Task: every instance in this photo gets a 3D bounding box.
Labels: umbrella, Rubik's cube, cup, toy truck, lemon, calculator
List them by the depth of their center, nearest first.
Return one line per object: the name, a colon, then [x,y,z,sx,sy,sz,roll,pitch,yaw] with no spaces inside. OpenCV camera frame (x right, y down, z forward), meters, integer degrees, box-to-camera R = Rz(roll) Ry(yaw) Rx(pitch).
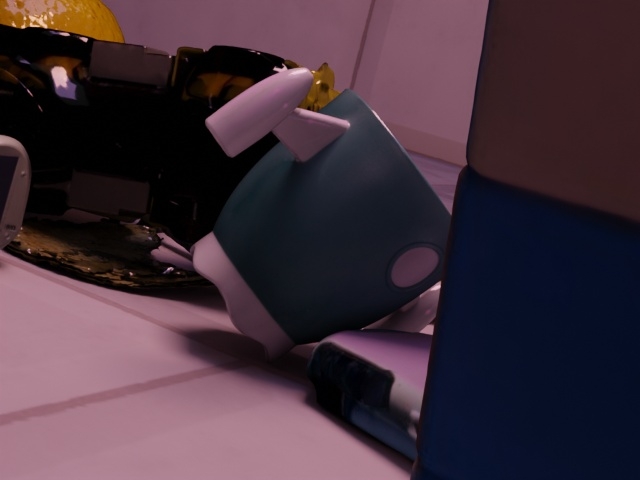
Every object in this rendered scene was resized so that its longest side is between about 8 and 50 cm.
Rubik's cube: [0.268,0.047,0.458,0.346,0.347,0.344,19,21,34]
calculator: [0.118,0.124,0.813,0.173,0.051,0.293,7,12,-42]
cup: [0.000,0.000,0.925,0.167,0.173,0.300,52,-1,46]
toy truck: [-0.167,-0.098,1.165,0.405,0.181,0.254,10,5,25]
umbrella: [-0.146,-0.003,1.231,0.269,0.044,0.044,36,-4,43]
lemon: [-0.376,-0.227,1.570,0.253,0.229,0.228,-4,19,-38]

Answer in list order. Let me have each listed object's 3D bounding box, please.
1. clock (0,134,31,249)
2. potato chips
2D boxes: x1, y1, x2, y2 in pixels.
clock: [-0.350,-0.074,1.012,0.243,0.147,0.199,30,22,35]
potato chips: [-0.179,0.012,1.107,0.219,0.029,0.202,18,11,36]
